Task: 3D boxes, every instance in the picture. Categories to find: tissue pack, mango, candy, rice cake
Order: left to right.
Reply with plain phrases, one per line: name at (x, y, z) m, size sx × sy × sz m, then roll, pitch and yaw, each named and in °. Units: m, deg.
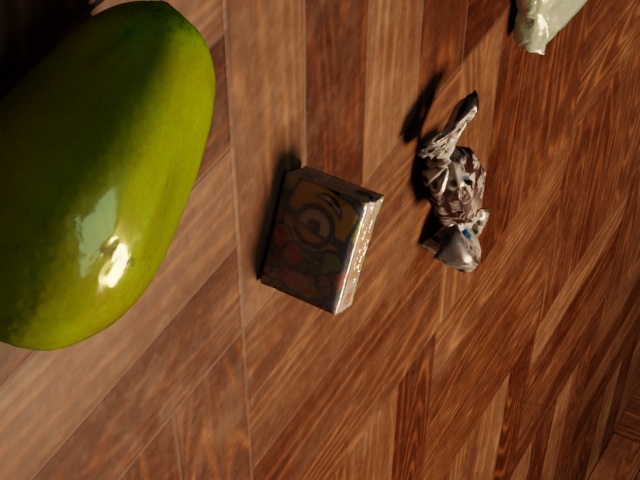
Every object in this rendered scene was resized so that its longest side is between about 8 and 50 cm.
mango at (-0.100, -0.025, 0.610) m, size 0.163 × 0.089 × 0.117 m, roll -55°, pitch 156°, yaw -31°
tissue pack at (0.000, 0.000, 0.917) m, size 0.035 × 0.063 × 0.083 m, roll -28°, pitch 135°, yaw -63°
candy at (0.113, -0.048, 1.172) m, size 0.226 × 0.051 × 0.094 m, roll 68°, pitch 38°, yaw -64°
rice cake at (0.238, -0.273, 1.246) m, size 0.237 × 0.043 × 0.127 m, roll -51°, pitch 153°, yaw -38°
